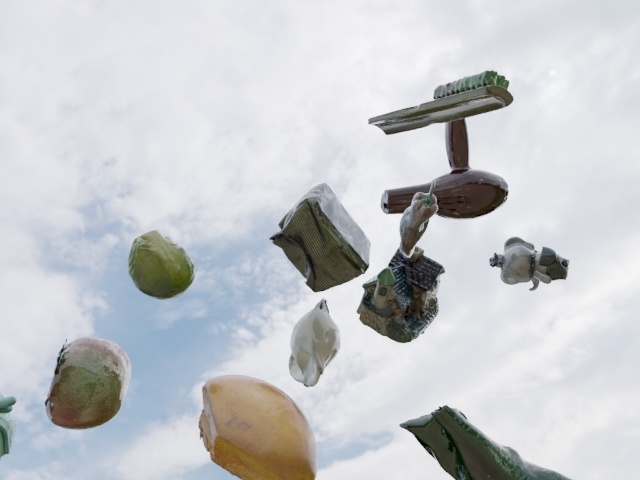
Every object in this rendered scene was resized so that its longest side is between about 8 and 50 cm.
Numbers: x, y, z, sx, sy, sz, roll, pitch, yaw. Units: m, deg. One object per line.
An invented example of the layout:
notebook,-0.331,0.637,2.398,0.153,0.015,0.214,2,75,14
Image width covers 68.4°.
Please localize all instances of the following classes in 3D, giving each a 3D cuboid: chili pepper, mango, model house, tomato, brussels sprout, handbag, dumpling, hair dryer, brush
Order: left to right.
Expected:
tomato,-0.765,0.470,1.572,0.239,0.303,0.303,15,-53,-21
brussels sprout,-0.408,0.067,1.196,0.180,0.144,0.161,54,-39,4
mango,-0.138,0.409,1.005,0.199,0.350,0.201,-58,-44,-17
dumpling,-0.036,0.402,1.795,0.182,0.341,0.260,8,-44,-36
handbag,0.000,0.000,1.625,0.240,0.247,0.340,-31,-69,20
model house,0.304,0.171,1.718,0.299,0.243,0.284,-27,-48,-46
chili pepper,0.137,-0.025,0.688,0.050,0.041,0.153,-36,-23,-31
brush,0.173,-0.209,0.736,0.054,0.282,0.048,23,-99,-28
hair dryer,0.289,-0.216,1.139,0.313,0.340,0.123,-1,-9,-14
chili pepper,0.185,0.237,0.471,0.225,0.061,0.098,25,-41,15

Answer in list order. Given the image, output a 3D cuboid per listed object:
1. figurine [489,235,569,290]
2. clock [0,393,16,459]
figurine,0.548,0.065,1.246,0.193,0.147,0.126,10,-31,23
clock,-0.414,0.203,0.504,0.211,0.066,0.159,-37,-48,20
